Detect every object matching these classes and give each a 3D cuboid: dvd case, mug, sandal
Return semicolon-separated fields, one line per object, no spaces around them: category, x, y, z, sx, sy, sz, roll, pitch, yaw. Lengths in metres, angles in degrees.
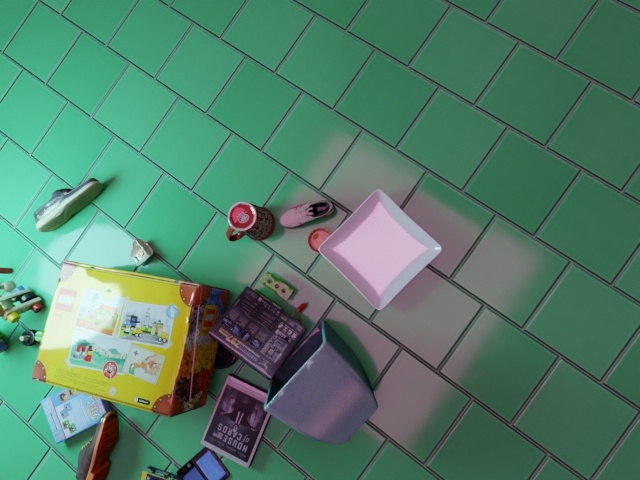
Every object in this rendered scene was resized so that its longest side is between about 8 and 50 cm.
dvd case;-0.260;0.573;1.387;0.180;0.029;0.238;22;88;12
mug;-0.227;-0.048;1.373;0.113;0.169;0.150;29;89;11
sandal;-0.390;0.337;1.419;0.255;0.054;0.097;30;90;11

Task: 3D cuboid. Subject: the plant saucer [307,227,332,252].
plant saucer;0.000;0.000;1.409;0.084;0.013;0.083;-1;84;9

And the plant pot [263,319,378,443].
plant pot;0.022;0.425;1.255;0.252;0.248;0.247;41;92;-4

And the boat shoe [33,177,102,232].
boat shoe;-0.902;-0.140;1.534;0.285;0.103;0.092;-36;84;10

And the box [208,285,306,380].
box;-0.187;0.277;1.308;0.233;0.059;0.183;34;64;7

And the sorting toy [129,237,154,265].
sorting toy;-0.622;0.046;1.498;0.075;0.045;0.083;-44;79;10

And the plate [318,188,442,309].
plate;0.183;0.028;1.359;0.278;0.045;0.277;-45;80;2

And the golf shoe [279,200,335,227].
golf shoe;-0.049;-0.090;1.391;0.186;0.086;0.067;-18;83;9

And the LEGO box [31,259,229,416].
LEGO box;-0.584;0.287;1.352;0.501;0.193;0.371;8;81;16

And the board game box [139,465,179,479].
board game box;-0.519;0.835;1.394;0.141;0.048;0.170;12;87;13

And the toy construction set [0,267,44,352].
toy construction set;-1.124;0.237;1.462;0.258;0.237;0.308;-22;81;7

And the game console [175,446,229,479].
game console;-0.371;0.737;1.369;0.122;0.107;0.071;48;122;11

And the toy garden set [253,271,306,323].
toy garden set;-0.155;0.257;1.392;0.204;0.049;0.244;35;86;7

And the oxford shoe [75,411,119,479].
oxford shoe;-0.740;0.679;1.418;0.099;0.097;0.271;18;92;16

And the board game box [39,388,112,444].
board game box;-0.830;0.570;1.478;0.212;0.039;0.160;-28;80;6
